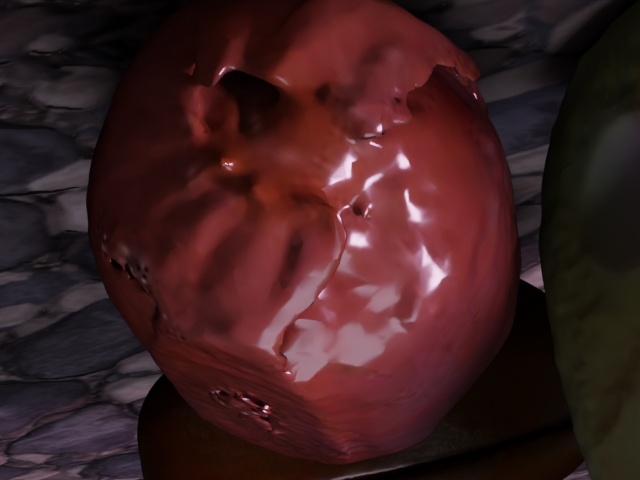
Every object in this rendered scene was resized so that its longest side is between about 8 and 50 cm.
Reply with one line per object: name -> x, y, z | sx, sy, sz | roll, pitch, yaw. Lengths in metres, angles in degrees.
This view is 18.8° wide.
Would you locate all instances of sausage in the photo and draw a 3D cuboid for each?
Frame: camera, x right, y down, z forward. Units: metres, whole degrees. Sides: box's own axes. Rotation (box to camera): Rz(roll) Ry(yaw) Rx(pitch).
sausage -> 0.000, 0.000, 0.718 | 0.152, 0.152, 0.279 | -12, 165, 4

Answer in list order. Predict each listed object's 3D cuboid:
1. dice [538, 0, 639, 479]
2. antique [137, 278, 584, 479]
dice -> 0.254, 0.010, 0.736 | 0.252, 0.249, 0.254 | -1, 160, -32
antique -> 0.023, 0.081, 0.963 | 0.224, 0.129, 0.278 | -14, 177, 34
